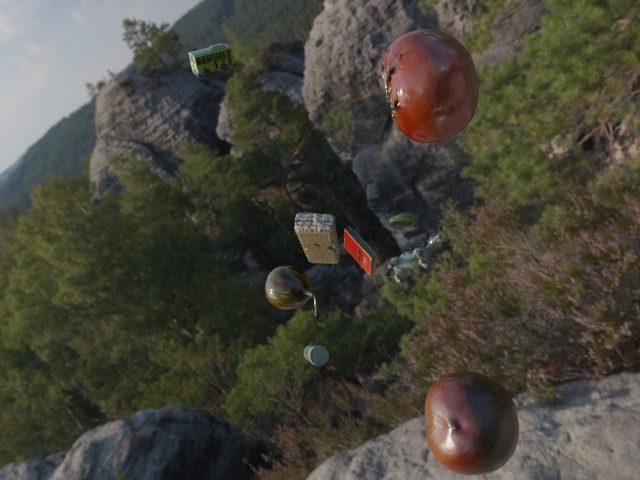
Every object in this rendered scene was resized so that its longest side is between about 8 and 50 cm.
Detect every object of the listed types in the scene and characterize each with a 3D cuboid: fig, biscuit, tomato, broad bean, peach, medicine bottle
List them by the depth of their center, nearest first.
[{"bbox_3d":[-0.011,0.270,1.094,0.047,0.047,0.083,-47,2,-14],"label":"medicine bottle"},{"bbox_3d":[0.380,0.461,1.175,0.252,0.252,0.252,-31,27,18],"label":"peach"},{"bbox_3d":[0.327,-0.472,1.372,0.272,0.342,0.341,-15,31,9],"label":"tomato"},{"bbox_3d":[0.242,-0.058,1.382,0.083,0.063,0.045,-10,76,27],"label":"broad bean"},{"bbox_3d":[-0.087,0.152,1.440,0.186,0.142,0.148,-4,59,46],"label":"fig"},{"bbox_3d":[0.000,0.000,1.739,0.143,0.426,0.079,1,73,7],"label":"biscuit"}]

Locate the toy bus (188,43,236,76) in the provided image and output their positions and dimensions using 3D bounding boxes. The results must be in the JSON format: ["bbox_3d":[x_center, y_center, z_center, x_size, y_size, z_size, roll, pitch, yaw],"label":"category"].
[{"bbox_3d":[-0.447,-0.750,1.912,0.174,0.101,0.088,-24,40,-20],"label":"toy bus"}]

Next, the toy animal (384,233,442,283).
[{"bbox_3d":[0.354,0.068,1.693,0.255,0.090,0.170,-26,5,-4],"label":"toy animal"}]

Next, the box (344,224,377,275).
[{"bbox_3d":[0.116,0.030,1.358,0.023,0.090,0.133,-30,59,-17],"label":"box"}]
